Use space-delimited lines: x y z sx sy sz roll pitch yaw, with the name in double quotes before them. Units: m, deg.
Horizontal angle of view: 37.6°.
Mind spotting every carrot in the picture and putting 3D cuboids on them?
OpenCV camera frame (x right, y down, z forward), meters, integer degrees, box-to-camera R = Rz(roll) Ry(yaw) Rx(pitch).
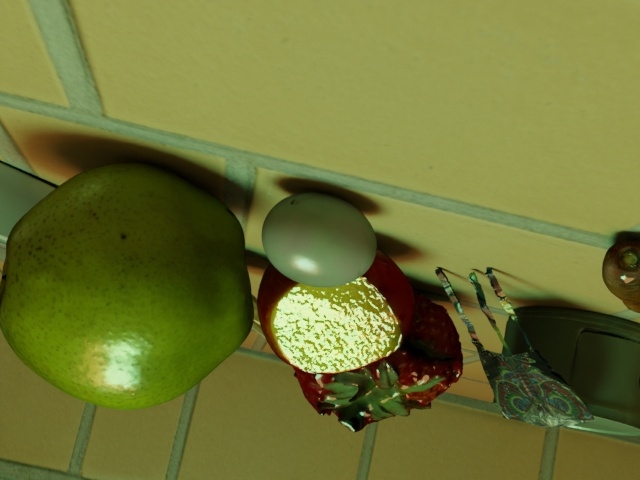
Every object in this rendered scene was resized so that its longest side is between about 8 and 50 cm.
"carrot" 0.347 0.048 1.035 0.059 0.059 0.248 6 169 25

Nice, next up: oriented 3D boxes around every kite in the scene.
"kite" 0.253 0.151 1.281 0.152 0.015 0.285 -12 116 48

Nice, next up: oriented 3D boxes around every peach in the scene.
"peach" 0.018 0.086 1.201 0.190 0.190 0.192 21 -177 -35

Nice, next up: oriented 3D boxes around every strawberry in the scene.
"strawberry" 0.077 0.151 1.434 0.261 0.257 0.261 -5 144 -4

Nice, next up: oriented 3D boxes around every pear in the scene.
"pear" -0.224 0.052 1.079 0.294 0.294 0.294 12 167 3

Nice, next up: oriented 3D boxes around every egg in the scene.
"egg" 0.000 0.000 1.030 0.135 0.103 0.103 16 167 -29

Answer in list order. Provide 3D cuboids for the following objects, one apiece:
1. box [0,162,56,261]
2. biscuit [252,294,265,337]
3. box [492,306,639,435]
"box" -0.484 -0.040 1.298 0.252 0.106 0.203 2 161 40
"biscuit" -0.167 0.073 1.464 0.309 0.040 0.204 31 167 8
"box" 0.385 0.199 1.427 0.226 0.149 0.226 12 167 3
